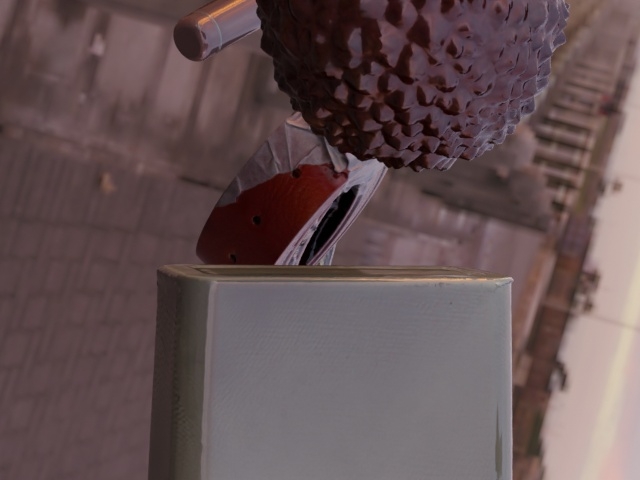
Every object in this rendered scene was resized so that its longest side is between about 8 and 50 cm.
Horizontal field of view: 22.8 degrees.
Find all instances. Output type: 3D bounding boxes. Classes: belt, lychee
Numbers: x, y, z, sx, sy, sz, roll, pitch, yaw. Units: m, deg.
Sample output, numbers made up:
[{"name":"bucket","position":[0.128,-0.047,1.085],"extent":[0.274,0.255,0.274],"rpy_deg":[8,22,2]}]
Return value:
[{"name":"belt","position":[-0.029,-0.052,1.964],"extent":[0.227,0.115,0.324],"rpy_deg":[-39,168,-42]},{"name":"lychee","position":[0.075,-0.201,1.322],"extent":[0.264,0.264,0.300],"rpy_deg":[-54,139,-65]}]

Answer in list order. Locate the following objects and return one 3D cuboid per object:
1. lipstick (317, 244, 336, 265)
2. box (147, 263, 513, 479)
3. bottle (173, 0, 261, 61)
[{"name":"lipstick","position":[0.000,0.000,2.364],"extent":[0.051,0.051,0.312],"rpy_deg":[40,62,-56]},{"name":"box","position":[0.011,0.198,1.526],"extent":[0.177,0.352,0.344],"rpy_deg":[-164,-105,-73]},{"name":"bottle","position":[-0.100,-0.242,1.737],"extent":[0.140,0.053,0.053],"rpy_deg":[-37,147,-42]}]
